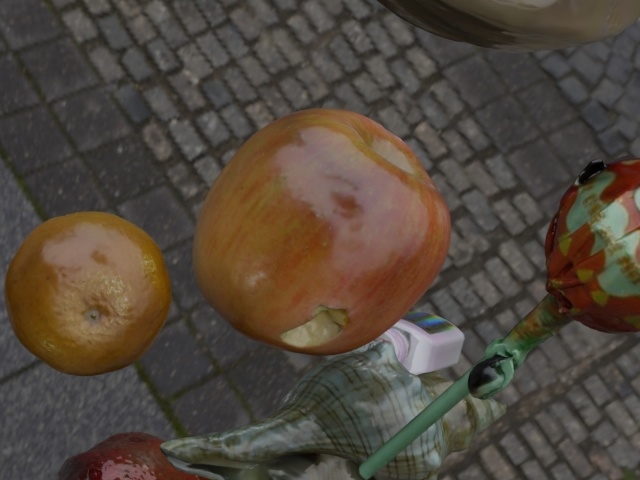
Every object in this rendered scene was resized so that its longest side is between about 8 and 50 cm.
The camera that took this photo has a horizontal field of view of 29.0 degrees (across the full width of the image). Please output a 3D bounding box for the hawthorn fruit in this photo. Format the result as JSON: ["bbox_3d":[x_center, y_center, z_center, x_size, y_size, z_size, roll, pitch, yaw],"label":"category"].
[{"bbox_3d":[-0.200,0.377,1.493,0.300,0.254,0.254,31,58,1],"label":"hawthorn fruit"}]

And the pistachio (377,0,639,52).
[{"bbox_3d":[0.052,-0.236,0.613,0.226,0.208,0.332,-29,82,-35],"label":"pistachio"}]

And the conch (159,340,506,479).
[{"bbox_3d":[0.021,0.210,1.393,0.386,0.203,0.169,0,30,-1],"label":"conch"}]

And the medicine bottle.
[{"bbox_3d":[0.115,0.143,1.706,0.115,0.219,0.078,17,97,22],"label":"medicine bottle"}]

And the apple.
[{"bbox_3d":[0.000,0.000,1.245,0.242,0.241,0.242,33,19,-13],"label":"apple"}]

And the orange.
[{"bbox_3d":[-0.215,0.047,1.145,0.155,0.134,0.154,-6,108,-19],"label":"orange"}]

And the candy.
[{"bbox_3d":[0.100,0.058,0.677,0.078,0.287,0.084,-16,67,-47],"label":"candy"}]
